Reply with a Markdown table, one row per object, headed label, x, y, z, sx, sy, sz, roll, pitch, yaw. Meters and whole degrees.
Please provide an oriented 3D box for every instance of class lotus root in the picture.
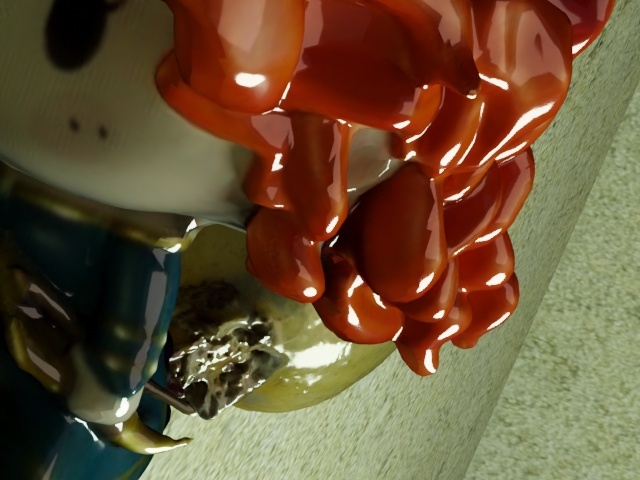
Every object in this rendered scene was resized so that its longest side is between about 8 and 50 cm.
| label | x | y | z | sx | sy | sz | roll | pitch | yaw |
| --- | --- | --- | --- | --- | --- | --- | --- | --- | --- |
| lotus root | 0.000 | 0.000 | 0.936 | 0.343 | 0.151 | 0.169 | -46 | 158 | -57 |

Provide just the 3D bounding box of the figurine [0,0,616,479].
| label | x | y | z | sx | sy | sz | roll | pitch | yaw |
| --- | --- | --- | --- | --- | --- | --- | --- | --- | --- |
| figurine | -0.084 | -0.017 | 0.531 | 0.412 | 0.241 | 0.306 | -46 | 139 | 2 |
